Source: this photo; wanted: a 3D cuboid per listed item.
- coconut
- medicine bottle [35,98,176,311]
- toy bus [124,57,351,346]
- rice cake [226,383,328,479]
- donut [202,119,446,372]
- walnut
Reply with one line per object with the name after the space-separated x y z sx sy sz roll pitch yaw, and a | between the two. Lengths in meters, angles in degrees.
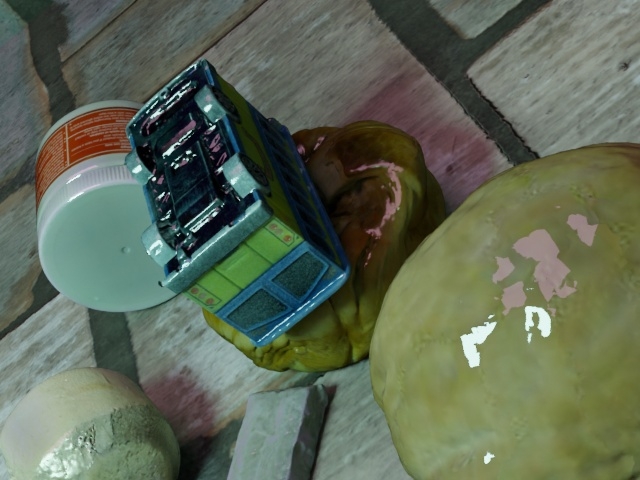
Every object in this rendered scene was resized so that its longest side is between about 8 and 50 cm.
-0.301 0.273 1.364 0.234 0.224 0.224 21 71 43 | coconut
-0.311 -0.057 1.639 0.252 0.252 0.241 -34 38 13 | medicine bottle
-0.106 -0.051 1.234 0.152 0.190 0.312 -40 41 14 | toy bus
-0.069 0.304 1.247 0.106 0.050 0.298 -13 48 35 | rice cake
0.000 0.000 1.373 0.360 0.170 0.360 -24 44 26 | donut
0.230 0.095 0.920 0.381 0.381 0.381 -25 42 24 | walnut
